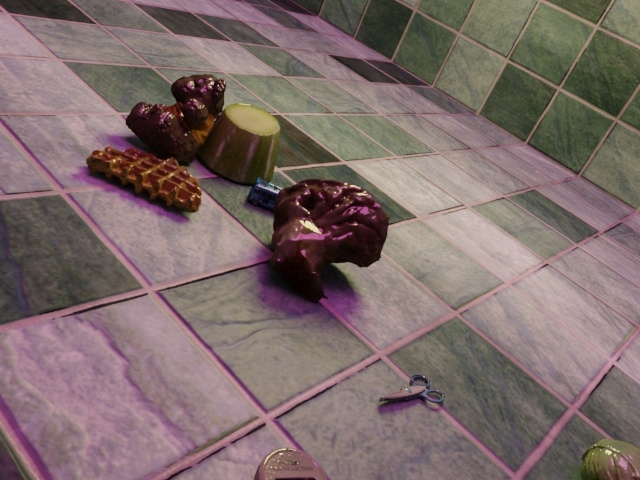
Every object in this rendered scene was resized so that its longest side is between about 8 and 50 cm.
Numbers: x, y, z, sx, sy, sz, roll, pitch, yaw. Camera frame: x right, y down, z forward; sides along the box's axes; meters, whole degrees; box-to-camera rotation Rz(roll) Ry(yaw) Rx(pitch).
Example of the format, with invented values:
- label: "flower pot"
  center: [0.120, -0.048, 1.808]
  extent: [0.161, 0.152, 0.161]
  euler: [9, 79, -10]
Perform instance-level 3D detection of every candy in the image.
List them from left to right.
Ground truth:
- label: "candy"
  center: [0.319, 0.345, 0.747]
  extent: [0.335, 0.093, 0.092]
  euler: [-15, 4, -39]

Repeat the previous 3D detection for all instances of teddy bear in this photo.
- label: "teddy bear"
  center: [-0.257, -0.240, 1.148]
  extent: [0.177, 0.190, 0.140]
  euler: [17, -22, 51]

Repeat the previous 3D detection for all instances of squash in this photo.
- label: "squash"
  center: [-0.160, -0.200, 1.228]
  extent: [0.170, 0.123, 0.170]
  euler: [18, 35, -13]

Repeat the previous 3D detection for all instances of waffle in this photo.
- label: "waffle"
  center: [-0.301, -0.108, 1.028]
  extent: [0.192, 0.046, 0.161]
  euler: [7, 33, -29]

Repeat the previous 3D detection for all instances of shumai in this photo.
- label: "shumai"
  center: [0.000, 0.000, 0.979]
  extent: [0.205, 0.166, 0.175]
  euler: [7, 33, 19]

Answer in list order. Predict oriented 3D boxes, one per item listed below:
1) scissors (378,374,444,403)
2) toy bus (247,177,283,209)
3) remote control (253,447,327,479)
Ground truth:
- label: "scissors"
  center: [0.126, 0.216, 0.851]
  extent: [0.119, 0.014, 0.058]
  euler: [3, 31, -41]
- label: "toy bus"
  center: [-0.095, -0.085, 1.151]
  extent: [0.083, 0.046, 0.038]
  euler: [22, 28, -8]
- label: "remote control"
  center: [-0.013, 0.300, 0.573]
  extent: [0.078, 0.042, 0.221]
  euler: [9, 31, -26]
